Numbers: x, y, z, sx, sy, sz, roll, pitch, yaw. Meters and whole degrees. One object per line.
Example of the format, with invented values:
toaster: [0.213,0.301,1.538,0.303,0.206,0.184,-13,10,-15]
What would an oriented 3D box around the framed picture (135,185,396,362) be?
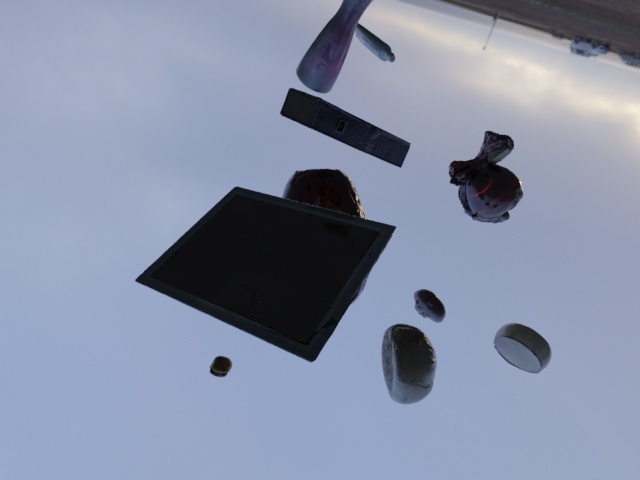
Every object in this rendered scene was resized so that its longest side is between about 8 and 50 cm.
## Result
framed picture: [-0.069,0.021,0.540,0.273,0.016,0.216,17,-130,27]

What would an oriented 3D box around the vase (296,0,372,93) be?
vase: [0.033,-0.404,0.835,0.086,0.214,0.086,19,-135,-21]

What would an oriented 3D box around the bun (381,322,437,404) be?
bun: [0.206,0.277,0.960,0.113,0.173,0.166,0,180,-5]

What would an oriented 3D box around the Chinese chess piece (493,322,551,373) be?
Chinese chess piece: [0.456,0.242,0.953,0.051,0.122,0.122,-41,-123,-21]

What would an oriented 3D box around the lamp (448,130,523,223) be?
lamp: [0.474,-0.158,1.161,0.223,0.215,0.151,42,-158,-23]

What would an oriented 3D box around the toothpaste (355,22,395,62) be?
toothpaste: [0.136,-0.531,1.127,0.037,0.067,0.255,-32,-133,6]

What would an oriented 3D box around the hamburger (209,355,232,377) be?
hamburger: [-0.361,0.457,1.530,0.076,0.044,0.083,21,-158,-10]

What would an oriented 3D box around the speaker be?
speaker: [0.046,-0.172,0.658,0.218,0.044,0.082,11,-161,-44]

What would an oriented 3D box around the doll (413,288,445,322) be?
doll: [0.417,0.263,1.612,0.096,0.188,0.145,-33,-133,-5]

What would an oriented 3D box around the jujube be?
jujube: [0.000,0.000,0.956,0.223,0.318,0.223,-1,-174,0]
